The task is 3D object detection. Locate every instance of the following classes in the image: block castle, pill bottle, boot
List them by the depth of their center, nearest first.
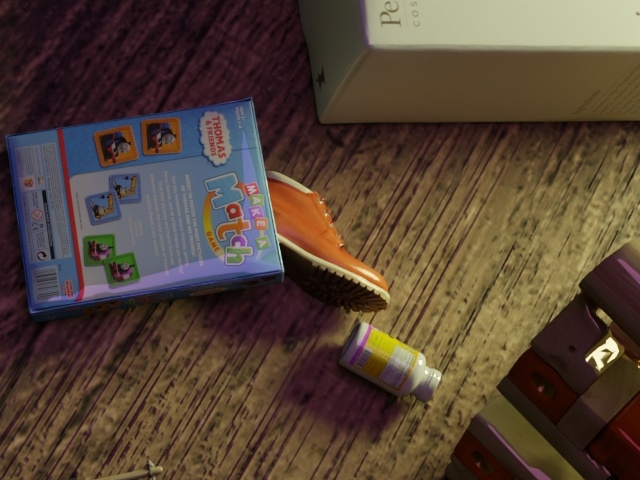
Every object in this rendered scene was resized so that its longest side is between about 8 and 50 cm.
[{"bbox_3d":[0.301,0.115,1.451,0.303,0.453,0.213,-37,76,-27],"label":"block castle"},{"bbox_3d":[0.061,0.107,1.602,0.083,0.043,0.043,30,64,-5],"label":"pill bottle"},{"bbox_3d":[0.000,0.000,1.619,0.158,0.059,0.084,31,59,-3],"label":"boot"}]

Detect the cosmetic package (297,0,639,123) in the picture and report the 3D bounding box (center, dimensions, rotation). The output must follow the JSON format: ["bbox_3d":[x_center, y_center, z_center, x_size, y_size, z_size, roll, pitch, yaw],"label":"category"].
[{"bbox_3d":[0.216,-0.242,1.721,0.453,0.161,0.230,-2,70,-18],"label":"cosmetic package"}]

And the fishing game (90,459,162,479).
[{"bbox_3d":[-0.160,0.314,1.457,0.189,0.041,0.264,-11,81,-21],"label":"fishing game"}]

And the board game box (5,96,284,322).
[{"bbox_3d":[-0.148,-0.026,1.564,0.212,0.039,0.160,-9,72,-4],"label":"board game box"}]
